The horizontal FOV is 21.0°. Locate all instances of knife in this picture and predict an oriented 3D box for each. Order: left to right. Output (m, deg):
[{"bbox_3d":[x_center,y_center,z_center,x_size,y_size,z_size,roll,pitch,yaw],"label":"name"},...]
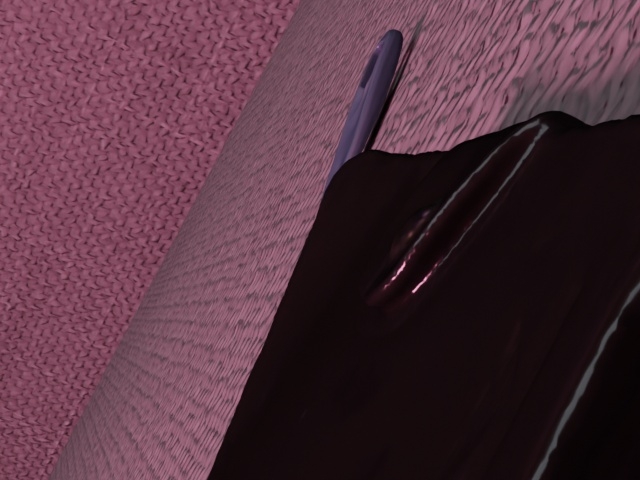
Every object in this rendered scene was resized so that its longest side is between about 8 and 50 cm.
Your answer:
[{"bbox_3d":[0.000,0.000,1.008,0.313,0.019,0.044,-69,11,-24],"label":"knife"}]

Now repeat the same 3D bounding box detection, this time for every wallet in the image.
[{"bbox_3d":[0.021,0.057,0.488,0.197,0.051,0.377,-65,8,-2],"label":"wallet"}]
